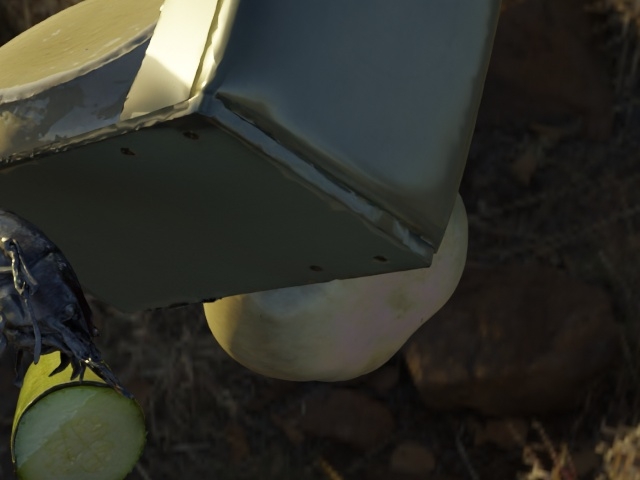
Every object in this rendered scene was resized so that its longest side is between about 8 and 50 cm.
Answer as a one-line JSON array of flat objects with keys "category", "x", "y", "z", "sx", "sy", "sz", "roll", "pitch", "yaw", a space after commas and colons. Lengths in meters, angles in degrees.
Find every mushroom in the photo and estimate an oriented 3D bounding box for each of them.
[{"category": "mushroom", "x": 0.000, "y": 0.000, "z": 1.568, "sx": 0.260, "sy": 0.254, "sz": 0.234, "roll": -13, "pitch": 40, "yaw": -31}]

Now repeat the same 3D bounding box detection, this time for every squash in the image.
[{"category": "squash", "x": -0.243, "y": 0.170, "z": 1.642, "sx": 0.137, "sy": 0.137, "sz": 0.287, "roll": -10, "pitch": 10, "yaw": -10}]

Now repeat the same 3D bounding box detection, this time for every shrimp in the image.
[{"category": "shrimp", "x": -0.140, "y": 0.030, "z": 0.764, "sx": 0.065, "sy": 0.056, "sz": 0.165, "roll": -48, "pitch": 48, "yaw": -1}]

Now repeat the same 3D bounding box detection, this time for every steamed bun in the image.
[{"category": "steamed bun", "x": -0.167, "y": -0.104, "z": 1.347, "sx": 0.232, "sy": 0.145, "sz": 0.232, "roll": -20, "pitch": 24, "yaw": 9}]

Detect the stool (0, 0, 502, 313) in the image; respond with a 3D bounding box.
[{"category": "stool", "x": -0.055, "y": -0.113, "z": 0.926, "sx": 0.270, "sy": 0.170, "sz": 0.243, "roll": -11, "pitch": 56, "yaw": 44}]
